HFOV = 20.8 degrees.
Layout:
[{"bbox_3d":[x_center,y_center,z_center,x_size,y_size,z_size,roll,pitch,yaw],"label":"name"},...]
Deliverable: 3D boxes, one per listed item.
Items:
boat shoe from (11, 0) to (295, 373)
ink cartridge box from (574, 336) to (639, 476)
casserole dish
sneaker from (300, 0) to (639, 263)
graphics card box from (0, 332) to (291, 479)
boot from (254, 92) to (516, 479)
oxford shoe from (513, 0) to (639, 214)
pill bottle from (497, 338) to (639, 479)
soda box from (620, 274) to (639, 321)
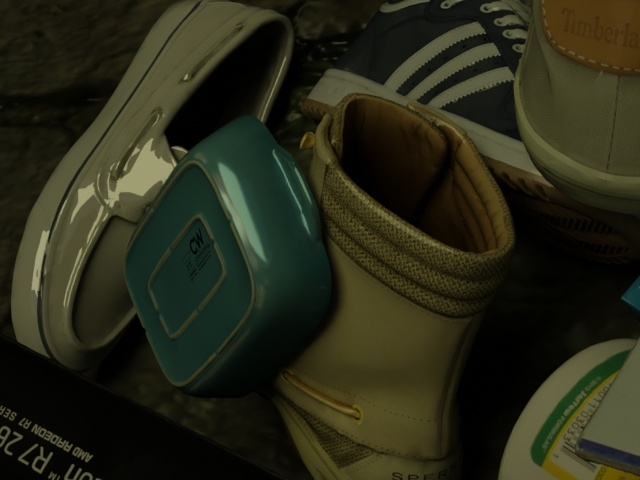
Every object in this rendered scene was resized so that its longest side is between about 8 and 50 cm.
[{"bbox_3d":[-0.095,-0.034,1.081,0.088,0.096,0.268,8,60,43],"label":"boat shoe"},{"bbox_3d":[0.318,0.022,0.693,0.324,0.071,0.330,16,57,34],"label":"ink cartridge box"},{"bbox_3d":[-0.054,0.015,0.885,0.114,0.037,0.188,65,148,15],"label":"casserole dish"},{"bbox_3d":[0.110,-0.093,0.945,0.153,0.099,0.282,-55,35,-6],"label":"sneaker"},{"bbox_3d":[-0.036,0.156,0.825,0.371,0.233,0.094,22,78,40],"label":"graphics card box"},{"bbox_3d":[0.000,0.000,0.910,0.095,0.203,0.262,-15,45,-27],"label":"boot"},{"bbox_3d":[0.199,-0.208,0.889,0.169,0.130,0.449,10,49,16],"label":"oxford shoe"},{"bbox_3d":[0.187,0.136,0.758,0.208,0.117,0.118,31,84,43],"label":"pill bottle"},{"bbox_3d":[0.242,0.063,0.795,0.067,0.071,0.210,-50,47,-4],"label":"soda box"}]
